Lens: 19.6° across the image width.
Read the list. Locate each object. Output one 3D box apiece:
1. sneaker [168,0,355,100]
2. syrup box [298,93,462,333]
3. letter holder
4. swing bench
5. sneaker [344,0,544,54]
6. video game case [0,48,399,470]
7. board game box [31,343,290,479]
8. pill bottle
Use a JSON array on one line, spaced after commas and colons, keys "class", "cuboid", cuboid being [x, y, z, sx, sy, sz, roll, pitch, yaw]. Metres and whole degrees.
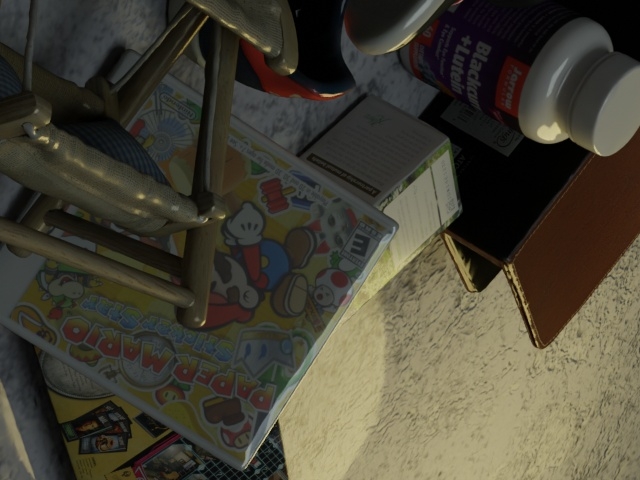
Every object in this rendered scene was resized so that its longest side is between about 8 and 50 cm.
[{"class": "sneaker", "cuboid": [0.008, -0.254, 1.223, 0.131, 0.148, 0.350, -22, 134, -44]}, {"class": "syrup box", "cuboid": [0.000, 0.000, 1.483, 0.237, 0.096, 0.093, -42, 143, -22]}, {"class": "letter holder", "cuboid": [0.217, -0.082, 1.672, 0.302, 0.152, 0.214, -51, 150, -12]}, {"class": "swing bench", "cuboid": [-0.147, -0.112, 1.080, 0.253, 0.165, 0.254, 26, 86, -59]}, {"class": "sneaker", "cuboid": [0.123, -0.208, 1.388, 0.147, 0.105, 0.295, 58, 48, -35]}, {"class": "video game case", "cuboid": [-0.093, 0.015, 1.279, 0.206, 0.227, 0.026, -57, -170, -2]}, {"class": "board game box", "cuboid": [-0.114, 0.126, 1.399, 0.165, 0.042, 0.243, -11, 137, -4]}, {"class": "pill bottle", "cuboid": [0.168, -0.144, 1.501, 0.108, 0.193, 0.108, -35, 141, -34]}]
